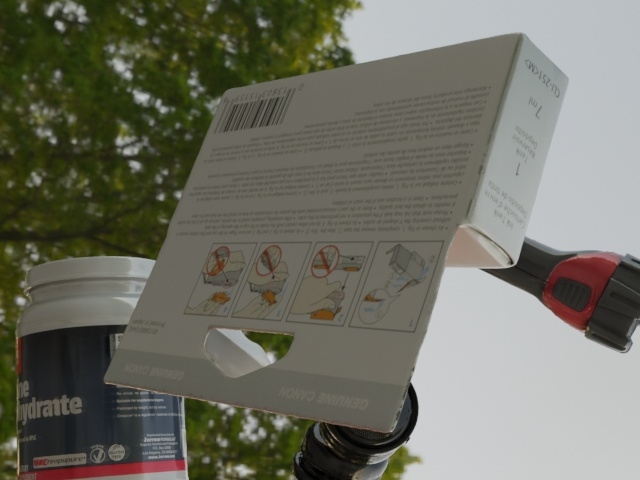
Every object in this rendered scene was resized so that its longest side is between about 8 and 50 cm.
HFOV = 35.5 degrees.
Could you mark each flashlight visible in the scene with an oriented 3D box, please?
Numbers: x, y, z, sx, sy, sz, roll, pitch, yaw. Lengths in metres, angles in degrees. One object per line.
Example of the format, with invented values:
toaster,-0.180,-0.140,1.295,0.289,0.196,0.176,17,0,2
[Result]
flashlight,0.212,0.012,1.086,0.304,0.103,0.103,28,-116,22

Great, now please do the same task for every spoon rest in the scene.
spoon rest,-0.117,0.163,1.399,0.084,0.137,0.276,-53,-173,-15

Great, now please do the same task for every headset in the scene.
headset,0.069,0.286,1.380,0.394,0.185,0.243,-71,-179,-51

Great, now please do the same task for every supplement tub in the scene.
supplement tub,-0.253,0.168,1.154,0.191,0.191,0.272,-17,-108,42

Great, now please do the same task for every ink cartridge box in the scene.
ink cartridge box,0.000,0.000,0.630,0.275,0.060,0.238,-1,-117,47
